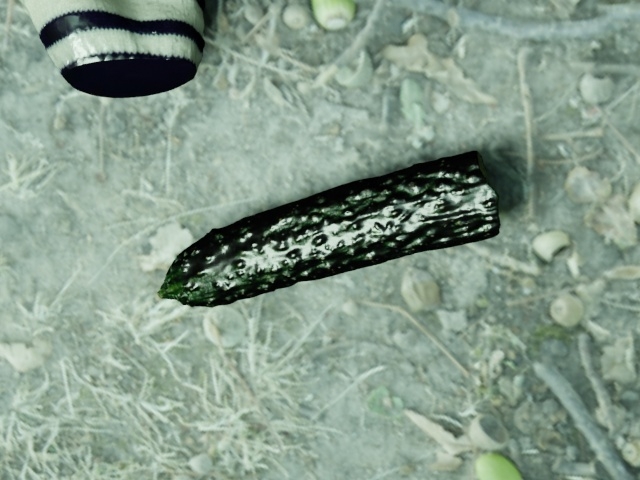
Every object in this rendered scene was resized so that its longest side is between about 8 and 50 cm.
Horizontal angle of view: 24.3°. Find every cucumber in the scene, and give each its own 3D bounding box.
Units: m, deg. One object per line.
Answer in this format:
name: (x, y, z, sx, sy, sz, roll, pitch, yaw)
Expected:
cucumber: (-0.001, -0.001, 1.169, 0.300, 0.072, 0.072, -16, 102, 16)

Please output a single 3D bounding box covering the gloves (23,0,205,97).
gloves: (-0.156, -0.227, 1.121, 0.140, 0.131, 0.219, -12, 73, 17)
